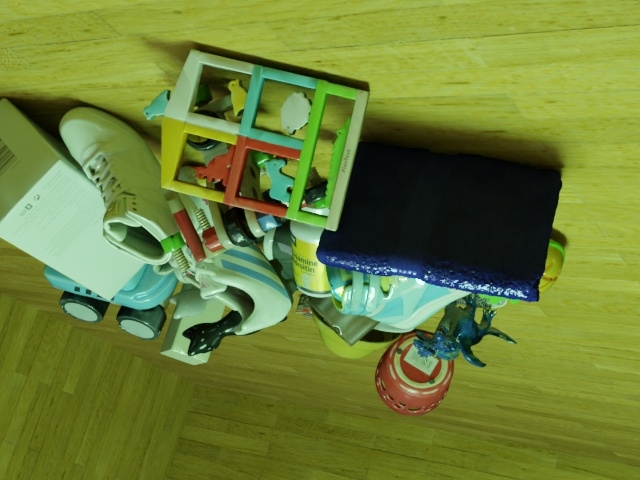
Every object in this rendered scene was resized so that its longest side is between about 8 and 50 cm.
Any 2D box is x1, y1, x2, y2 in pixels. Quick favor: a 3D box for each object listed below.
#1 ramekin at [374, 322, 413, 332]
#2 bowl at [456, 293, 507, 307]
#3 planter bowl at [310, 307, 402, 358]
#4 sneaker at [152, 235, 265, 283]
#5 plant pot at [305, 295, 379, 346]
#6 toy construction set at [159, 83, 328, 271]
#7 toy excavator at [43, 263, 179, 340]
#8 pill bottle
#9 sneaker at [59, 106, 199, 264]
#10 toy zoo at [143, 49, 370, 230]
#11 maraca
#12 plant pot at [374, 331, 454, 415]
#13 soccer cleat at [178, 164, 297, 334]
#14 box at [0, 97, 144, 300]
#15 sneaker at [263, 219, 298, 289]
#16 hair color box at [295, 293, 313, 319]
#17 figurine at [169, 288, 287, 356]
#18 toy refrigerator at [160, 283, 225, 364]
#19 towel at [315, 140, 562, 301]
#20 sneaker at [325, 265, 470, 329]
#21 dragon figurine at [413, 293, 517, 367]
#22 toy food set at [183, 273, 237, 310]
[{"bbox_3d":[0.106,0.104,1.991,0.207,0.109,0.207,16,163,5],"label":"ramekin"},{"bbox_3d":[0.262,0.057,1.755,0.170,0.080,0.170,16,163,5],"label":"bowl"},{"bbox_3d":[0.066,0.197,2.136,0.217,0.090,0.217,16,-154,-8],"label":"planter bowl"},{"bbox_3d":[-0.229,0.022,1.991,0.122,0.146,0.330,31,156,-35],"label":"sneaker"},{"bbox_3d":[0.071,0.097,1.807,0.167,0.165,0.167,45,174,6],"label":"plant pot"},{"bbox_3d":[-0.153,-0.108,1.474,0.309,0.257,0.237,-23,95,40],"label":"toy construction set"},{"bbox_3d":[-0.524,-0.018,2.102,0.433,0.222,0.445,14,148,12],"label":"toy excavator"},{"bbox_3d":[0.000,0.000,1.681,0.103,0.103,0.184,11,128,18],"label":"pill bottle"},{"bbox_3d":[-0.329,-0.089,1.584,0.292,0.169,0.108,44,115,-10],"label":"sneaker"},{"bbox_3d":[-0.097,-0.140,1.305,0.293,0.192,0.030,14,-173,7],"label":"toy zoo"},{"bbox_3d":[0.334,0.054,1.614,0.127,0.099,0.186,3,143,-11],"label":"maraca"},{"bbox_3d":[0.237,0.331,2.429,0.191,0.191,0.174,15,159,4],"label":"plant pot"},{"bbox_3d":[-0.181,0.016,1.710,0.331,0.143,0.116,53,152,8],"label":"soccer cleat"},{"bbox_3d":[-0.477,-0.067,1.769,0.215,0.168,0.345,43,179,33],"label":"box"},{"bbox_3d":[-0.020,0.052,1.946,0.147,0.105,0.296,18,159,13],"label":"sneaker"},{"bbox_3d":[0.034,0.183,2.386,0.167,0.053,0.093,28,160,-29],"label":"hair color box"},{"bbox_3d":[-0.202,0.131,1.991,0.215,0.209,0.092,54,170,54],"label":"figurine"},{"bbox_3d":[-0.257,0.132,2.135,0.094,0.270,0.102,22,161,-18],"label":"toy refrigerator"},{"bbox_3d":[0.168,-0.025,1.349,0.308,0.228,0.076,10,144,17],"label":"towel"},{"bbox_3d":[0.131,0.041,1.576,0.208,0.127,0.319,10,140,-29],"label":"sneaker"},{"bbox_3d":[0.260,0.183,1.766,0.085,0.144,0.289,4,159,35],"label":"dragon figurine"},{"bbox_3d":[-0.154,0.054,1.831,0.128,0.071,0.218,34,-164,8],"label":"toy food set"}]
